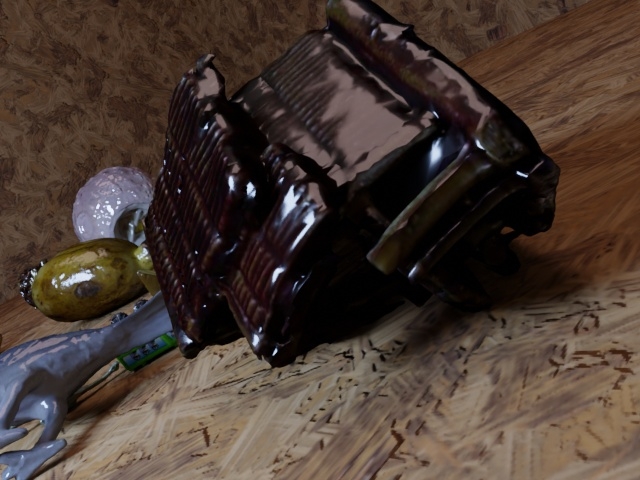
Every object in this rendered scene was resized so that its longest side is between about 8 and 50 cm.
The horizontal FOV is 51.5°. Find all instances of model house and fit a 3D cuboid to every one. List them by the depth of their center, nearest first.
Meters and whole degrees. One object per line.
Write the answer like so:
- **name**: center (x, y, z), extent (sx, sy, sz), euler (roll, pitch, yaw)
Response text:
- **model house**: center (0.000, 0.000, 0.547), extent (0.282, 0.297, 0.317), euler (-37, 49, 2)

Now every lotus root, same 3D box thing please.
- **lotus root**: center (-0.434, 0.074, 1.272), extent (0.313, 0.142, 0.169), euler (-16, 17, 12)

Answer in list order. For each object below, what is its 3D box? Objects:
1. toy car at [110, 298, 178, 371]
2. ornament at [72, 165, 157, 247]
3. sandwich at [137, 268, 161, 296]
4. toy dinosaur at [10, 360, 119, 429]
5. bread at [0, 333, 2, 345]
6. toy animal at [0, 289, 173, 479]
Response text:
- **toy car**: center (-0.181, 0.092, 0.803), extent (0.165, 0.063, 0.071), euler (-30, 13, -10)
- **ornament**: center (-0.491, -0.060, 1.674), extent (0.259, 0.260, 0.225), euler (-32, 34, -21)
- **sandwich**: center (-0.280, 0.078, 1.151), extent (0.031, 0.083, 0.044), euler (-114, 42, -73)
- **toy dinosaur**: center (-0.312, 0.191, 0.755), extent (0.180, 0.037, 0.058), euler (-24, -10, -14)
- **bread**: center (-0.746, 0.250, 1.468), extent (0.049, 0.103, 0.062), euler (-9, -23, 30)
- **toy animal**: center (-0.281, 0.146, 0.671), extent (0.366, 0.081, 0.206), euler (-22, 27, 14)
